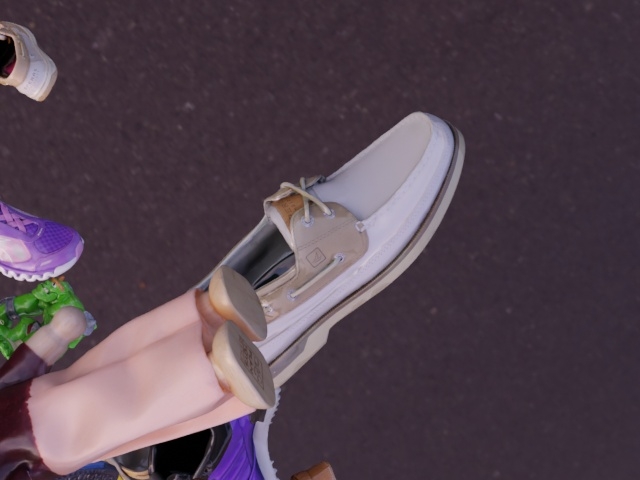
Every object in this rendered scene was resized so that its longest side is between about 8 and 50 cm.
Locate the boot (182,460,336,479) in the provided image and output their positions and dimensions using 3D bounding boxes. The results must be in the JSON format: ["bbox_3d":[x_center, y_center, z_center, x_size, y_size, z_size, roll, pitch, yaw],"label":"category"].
[{"bbox_3d":[-0.054,0.261,1.252,0.152,0.073,0.197,-29,142,-11],"label":"boot"}]

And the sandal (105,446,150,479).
[{"bbox_3d":[-0.264,0.312,1.830,0.180,0.049,0.072,54,42,-46],"label":"sandal"}]

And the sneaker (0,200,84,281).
[{"bbox_3d":[-0.445,-0.018,1.764,0.105,0.236,0.095,85,22,-46],"label":"sneaker"}]

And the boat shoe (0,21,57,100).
[{"bbox_3d":[-0.354,-0.213,1.424,0.059,0.170,0.063,23,100,-45],"label":"boat shoe"}]

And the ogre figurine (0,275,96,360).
[{"bbox_3d":[-0.356,0.108,1.624,0.118,0.197,0.097,-32,100,-13],"label":"ogre figurine"}]

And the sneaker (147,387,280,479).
[{"bbox_3d":[-0.128,0.249,1.405,0.146,0.102,0.293,-30,134,-36],"label":"sneaker"}]

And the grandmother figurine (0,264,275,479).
[{"bbox_3d":[-0.202,0.144,0.956,0.342,0.208,0.104,-24,122,13],"label":"grandmother figurine"}]

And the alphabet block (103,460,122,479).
[{"bbox_3d":[-0.405,0.389,1.986,0.192,0.193,0.197,-38,172,-21],"label":"alphabet block"}]

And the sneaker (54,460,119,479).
[{"bbox_3d":[-0.338,0.277,1.509,0.209,0.082,0.069,0,126,-43],"label":"sneaker"}]

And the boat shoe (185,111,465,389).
[{"bbox_3d":[0.000,0.000,1.099,0.103,0.113,0.302,38,95,-32],"label":"boat shoe"}]
